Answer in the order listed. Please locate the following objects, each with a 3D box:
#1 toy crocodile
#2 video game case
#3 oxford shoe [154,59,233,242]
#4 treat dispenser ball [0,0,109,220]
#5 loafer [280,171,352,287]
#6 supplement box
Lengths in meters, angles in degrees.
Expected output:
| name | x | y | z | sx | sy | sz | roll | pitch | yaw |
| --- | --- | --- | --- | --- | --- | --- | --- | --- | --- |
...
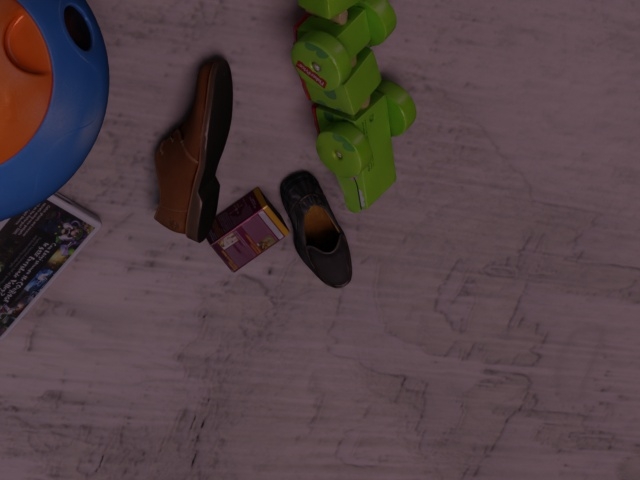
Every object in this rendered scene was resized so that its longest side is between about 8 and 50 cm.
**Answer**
| name | x | y | z | sx | sy | sz | roll | pitch | yaw |
| --- | --- | --- | --- | --- | --- | --- | --- | --- | --- |
| toy crocodile | 0.024 | -0.175 | 2.010 | 0.115 | 0.105 | 0.340 | -48 | 142 | -31 |
| video game case | -0.370 | 0.007 | 2.040 | 0.173 | 0.022 | 0.190 | 33 | 107 | -34 |
| oxford shoe | -0.147 | -0.105 | 2.019 | 0.076 | 0.076 | 0.212 | 19 | 110 | 15 |
| treat dispenser ball | -0.350 | -0.157 | 1.767 | 0.288 | 0.288 | 0.288 | -10 | 126 | -14 |
| loafer | 0.000 | 0.000 | 2.144 | 0.062 | 0.061 | 0.170 | -29 | 129 | -1 |
| supplement box | -0.087 | -0.012 | 2.116 | 0.083 | 0.043 | 0.055 | -34 | 128 | 4 |
